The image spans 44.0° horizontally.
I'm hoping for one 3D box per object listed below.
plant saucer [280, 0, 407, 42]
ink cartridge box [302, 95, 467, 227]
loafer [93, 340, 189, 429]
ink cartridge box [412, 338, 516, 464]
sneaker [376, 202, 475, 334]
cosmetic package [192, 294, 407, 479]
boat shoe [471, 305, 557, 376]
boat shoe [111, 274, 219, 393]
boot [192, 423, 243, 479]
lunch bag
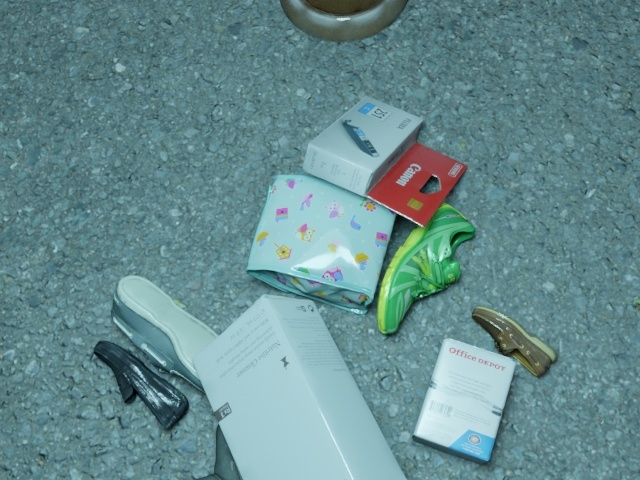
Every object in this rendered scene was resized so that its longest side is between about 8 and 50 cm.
[{"bbox_3d":[0.054,-0.604,1.839,0.311,0.050,0.310,-2,69,5],"label":"plant saucer"},{"bbox_3d":[0.144,-0.168,1.573,0.261,0.066,0.296,26,36,13],"label":"ink cartridge box"},{"bbox_3d":[-0.355,0.274,1.517,0.223,0.076,0.078,35,68,12],"label":"loafer"},{"bbox_3d":[0.264,0.296,1.461,0.140,0.082,0.190,18,70,10],"label":"ink cartridge box"},{"bbox_3d":[0.205,0.058,1.542,0.123,0.109,0.295,28,73,18],"label":"sneaker"},{"bbox_3d":[-0.043,0.314,1.382,0.217,0.156,0.385,-42,60,24],"label":"cosmetic package"},{"bbox_3d":[0.360,0.190,1.505,0.178,0.064,0.060,35,74,13],"label":"boat shoe"},{"bbox_3d":[-0.286,0.204,1.547,0.319,0.116,0.099,41,120,10],"label":"boat shoe"},{"bbox_3d":[-0.231,0.447,1.452,0.208,0.076,0.189,-21,70,3],"label":"boot"},{"bbox_3d":[0.000,0.000,1.555,0.262,0.160,0.223,15,72,4],"label":"lunch bag"}]
